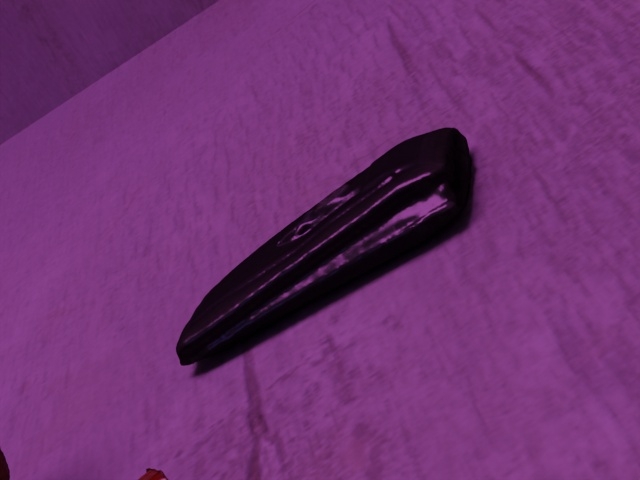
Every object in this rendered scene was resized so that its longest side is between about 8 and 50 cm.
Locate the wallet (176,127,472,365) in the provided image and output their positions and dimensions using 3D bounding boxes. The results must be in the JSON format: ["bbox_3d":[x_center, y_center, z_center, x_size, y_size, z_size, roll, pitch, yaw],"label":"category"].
[{"bbox_3d":[0.000,0.000,1.429,0.245,0.052,0.168,-32,13,15],"label":"wallet"}]

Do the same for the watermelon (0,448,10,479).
[{"bbox_3d":[-0.332,0.223,1.275,0.292,0.319,0.222,-28,-18,1],"label":"watermelon"}]

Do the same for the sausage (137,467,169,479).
[{"bbox_3d":[-0.168,0.236,1.038,0.274,0.074,0.074,-40,18,-22],"label":"sausage"}]
